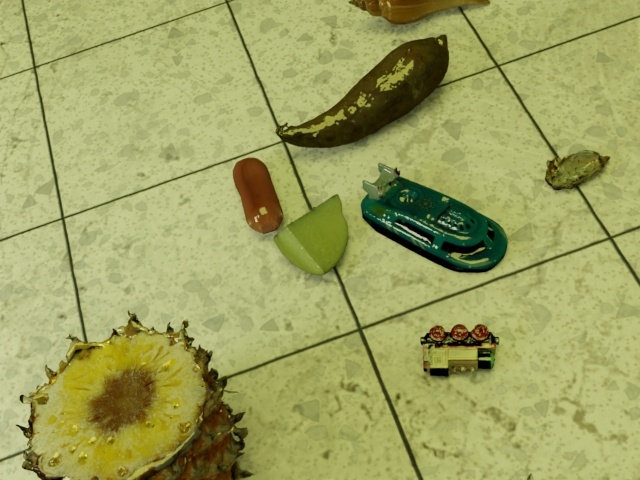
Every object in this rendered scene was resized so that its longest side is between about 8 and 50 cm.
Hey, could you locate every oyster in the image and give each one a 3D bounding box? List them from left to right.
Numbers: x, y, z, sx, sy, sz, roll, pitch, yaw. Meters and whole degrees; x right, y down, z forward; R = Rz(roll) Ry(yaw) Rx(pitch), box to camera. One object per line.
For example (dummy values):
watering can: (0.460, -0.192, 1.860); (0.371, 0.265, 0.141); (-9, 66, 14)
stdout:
oyster: (0.507, -0.136, 1.732); (0.132, 0.029, 0.086); (-1, 62, 6)

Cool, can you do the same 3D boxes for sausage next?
sausage: (-0.128, -0.094, 1.795); (0.077, 0.077, 0.194); (-18, 53, -2)

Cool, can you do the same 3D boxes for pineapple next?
pineapple: (-0.278, 0.314, 1.404); (0.353, 0.300, 0.352); (-5, 57, 8)

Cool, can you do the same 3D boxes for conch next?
conch: (0.227, -0.545, 2.037); (0.331, 0.093, 0.109); (1, 36, -13)

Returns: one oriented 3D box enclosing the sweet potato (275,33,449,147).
sweet potato: (0.108, -0.297, 1.862); (0.423, 0.130, 0.130); (-33, 57, -6)

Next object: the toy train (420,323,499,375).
toy train: (0.244, 0.194, 1.544); (0.138, 0.050, 0.087); (-2, 60, 8)

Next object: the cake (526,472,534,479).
cake: (0.341, 0.426, 1.367); (0.065, 0.052, 0.121); (-1, 55, 16)

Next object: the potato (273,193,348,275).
potato: (0.000, 0.000, 1.724); (0.149, 0.081, 0.120); (-34, 86, -32)

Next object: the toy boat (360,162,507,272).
toy boat: (0.217, -0.047, 1.690); (0.299, 0.092, 0.134); (27, 61, 26)
